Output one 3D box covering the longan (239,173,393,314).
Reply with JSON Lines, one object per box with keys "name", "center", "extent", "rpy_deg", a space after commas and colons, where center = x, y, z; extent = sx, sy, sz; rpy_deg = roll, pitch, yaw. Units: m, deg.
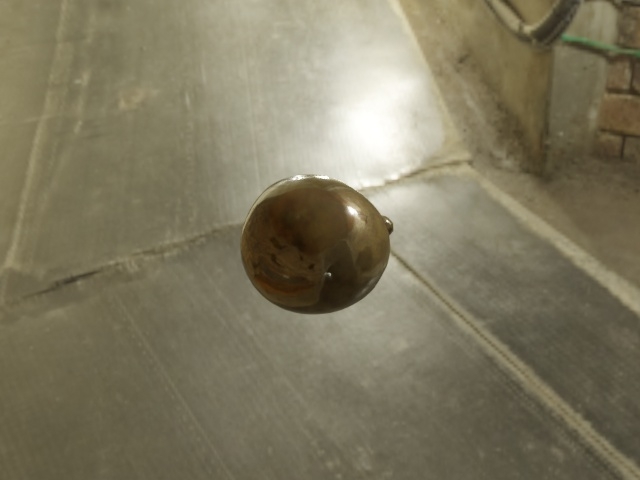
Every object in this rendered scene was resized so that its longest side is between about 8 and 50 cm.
{"name": "longan", "center": [0.000, 0.000, 0.684], "extent": [0.106, 0.106, 0.119], "rpy_deg": [27, 34, 37]}
